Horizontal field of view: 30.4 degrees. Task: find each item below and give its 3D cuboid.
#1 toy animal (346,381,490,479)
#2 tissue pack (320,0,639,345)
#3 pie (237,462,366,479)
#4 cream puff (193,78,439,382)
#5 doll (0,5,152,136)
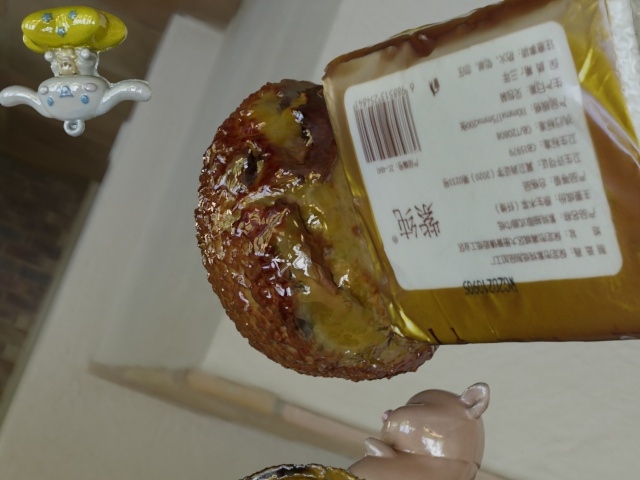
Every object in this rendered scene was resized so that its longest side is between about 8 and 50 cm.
[{"bbox_3d":[0.124,0.299,1.558,0.154,0.250,0.166,43,156,5],"label":"toy animal"},{"bbox_3d":[0.109,-0.037,0.622,0.092,0.183,0.226,-22,-172,-36],"label":"tissue pack"},{"bbox_3d":[-0.066,0.323,0.964,0.315,0.315,0.092,11,144,42],"label":"pie"},{"bbox_3d":[-0.001,-0.005,1.234,0.228,0.351,0.350,-18,148,33],"label":"cream puff"},{"bbox_3d":[-0.229,-0.150,1.062,0.135,0.113,0.071,-25,176,9],"label":"doll"}]
